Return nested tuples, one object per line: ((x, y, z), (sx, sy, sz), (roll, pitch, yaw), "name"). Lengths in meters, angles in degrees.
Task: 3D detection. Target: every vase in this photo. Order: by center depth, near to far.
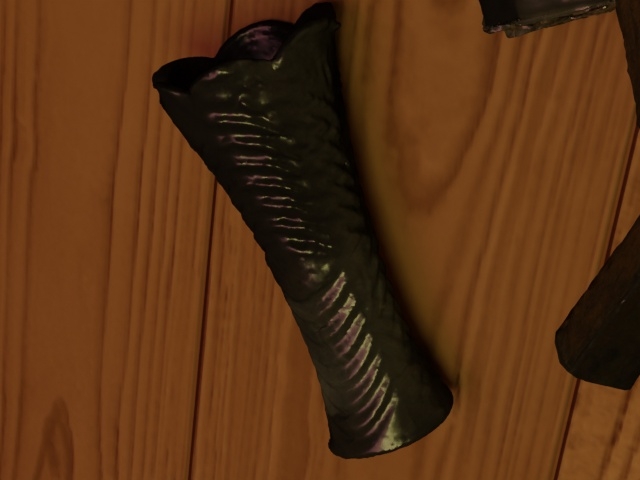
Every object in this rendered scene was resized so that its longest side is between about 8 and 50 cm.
((0.000, 0.000, 0.869), (0.115, 0.115, 0.237), (-11, 109, 38), "vase")

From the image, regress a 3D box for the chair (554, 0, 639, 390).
((0.238, -0.148, 0.474), (0.203, 0.241, 0.416), (14, 139, -19), "chair")

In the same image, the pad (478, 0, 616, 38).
((0.119, -0.219, 0.727), (0.174, 0.022, 0.233), (-8, 105, 38), "pad")
